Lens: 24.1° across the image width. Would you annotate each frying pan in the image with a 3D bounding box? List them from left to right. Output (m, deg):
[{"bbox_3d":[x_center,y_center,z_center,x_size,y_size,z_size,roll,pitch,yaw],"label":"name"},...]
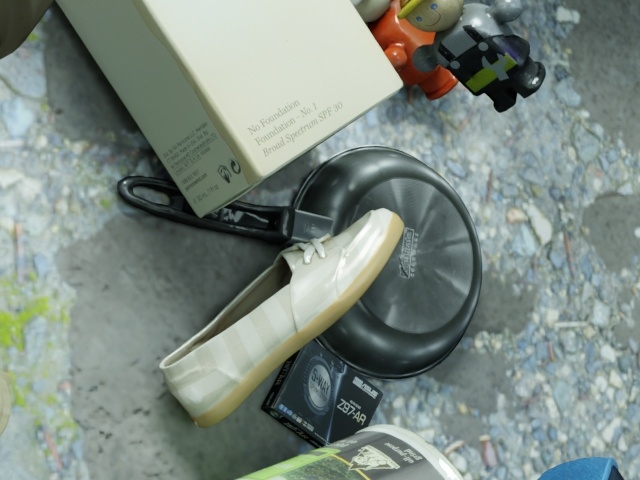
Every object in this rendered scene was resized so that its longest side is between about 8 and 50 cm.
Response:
[{"bbox_3d":[0.014,-0.022,1.205,0.326,0.053,0.197,40,62,-23],"label":"frying pan"}]

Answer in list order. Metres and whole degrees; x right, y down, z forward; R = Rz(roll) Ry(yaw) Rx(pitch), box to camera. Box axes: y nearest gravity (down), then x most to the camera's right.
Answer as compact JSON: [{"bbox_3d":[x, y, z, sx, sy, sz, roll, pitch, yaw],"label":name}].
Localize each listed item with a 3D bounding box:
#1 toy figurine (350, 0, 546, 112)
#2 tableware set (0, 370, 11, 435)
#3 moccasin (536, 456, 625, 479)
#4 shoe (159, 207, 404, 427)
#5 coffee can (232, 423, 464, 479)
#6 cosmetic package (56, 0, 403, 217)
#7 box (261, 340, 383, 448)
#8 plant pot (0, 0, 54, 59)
[{"bbox_3d":[0.123,-0.222,1.200,0.148,0.209,0.213,42,87,-22],"label":"toy figurine"},{"bbox_3d":[-0.261,0.141,0.916,0.141,0.020,0.169,11,73,-32],"label":"tableware set"},{"bbox_3d":[0.170,0.317,1.179,0.342,0.138,0.117,-44,108,-29],"label":"moccasin"},{"bbox_3d":[-0.027,0.046,1.115,0.219,0.076,0.058,-43,104,-9],"label":"shoe"},{"bbox_3d":[-0.039,0.261,1.020,0.275,0.201,0.201,-15,89,-33],"label":"coffee can"},{"bbox_3d":[-0.097,-0.193,1.112,0.160,0.113,0.309,-36,95,-32],"label":"cosmetic package"},{"bbox_3d":[0.002,0.126,1.180,0.083,0.018,0.067,39,63,-19],"label":"box"},{"bbox_3d":[-0.341,-0.138,0.845,0.323,0.323,0.280,35,66,-21],"label":"plant pot"}]
